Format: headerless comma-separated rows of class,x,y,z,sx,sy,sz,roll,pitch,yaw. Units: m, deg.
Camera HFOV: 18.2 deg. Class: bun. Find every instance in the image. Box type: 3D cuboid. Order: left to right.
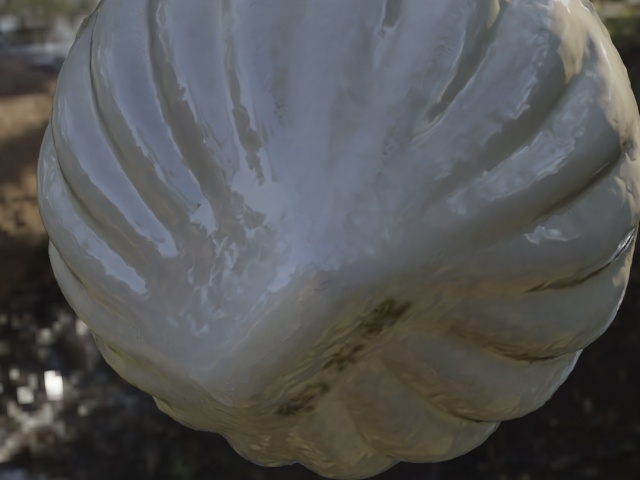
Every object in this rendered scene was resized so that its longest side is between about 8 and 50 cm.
bun,0.000,0.000,0.796,0.263,0.263,0.175,1,29,12
